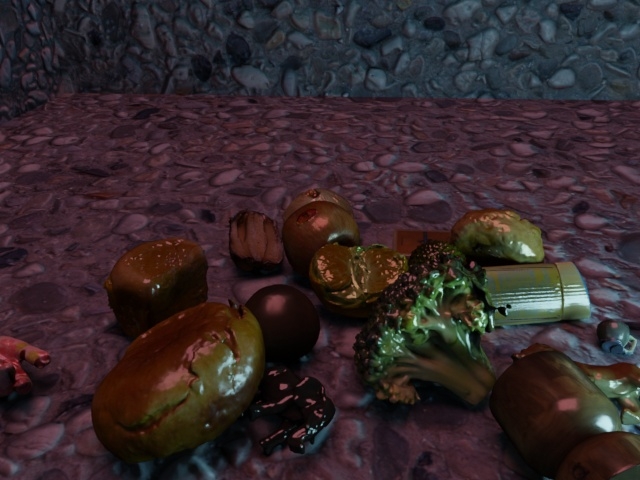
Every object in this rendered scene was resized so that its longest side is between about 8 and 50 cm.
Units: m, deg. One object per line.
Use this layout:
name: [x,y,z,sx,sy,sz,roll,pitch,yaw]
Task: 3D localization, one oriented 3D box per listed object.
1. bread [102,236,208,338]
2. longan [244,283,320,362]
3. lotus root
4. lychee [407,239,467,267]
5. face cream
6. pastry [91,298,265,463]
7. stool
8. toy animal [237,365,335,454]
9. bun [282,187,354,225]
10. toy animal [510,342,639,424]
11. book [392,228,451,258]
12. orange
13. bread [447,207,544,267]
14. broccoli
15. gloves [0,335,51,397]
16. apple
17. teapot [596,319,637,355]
bread: [-0.389,0.104,1.454,0.176,0.195,0.246,19,32,22]
longan: [-0.087,0.180,1.313,0.189,0.189,0.189,-2,28,1]
lotus root: [-0.197,0.005,1.762,0.167,0.078,0.329,18,24,-12]
lychee: [0.286,0.082,1.493,0.171,0.171,0.171,-2,28,1]
face cream: [0.489,0.125,1.432,0.285,0.139,0.067,-3,-6,-4]
pastry: [-0.262,0.249,1.127,0.356,0.164,0.356,-23,22,10]
stool: [0.417,0.329,0.999,0.179,0.179,0.264,-8,28,-11]
toy animal: [-0.069,0.307,1.136,0.146,0.114,0.245,-20,36,-25]
bun: [-0.011,-0.092,1.858,0.220,0.134,0.220,-5,29,3]
toy animal: [0.537,0.269,1.198,0.312,0.097,0.157,7,23,13]
book: [0.331,0.012,1.765,0.242,0.018,0.170,2,28,7]
orange: [0.092,0.101,1.465,0.237,0.158,0.179,-2,41,1]
bread: [0.444,0.003,1.540,0.244,0.244,0.134,15,67,29]
broccoli: [0.231,0.191,1.204,0.281,0.293,0.348,44,52,3]
gloves: [-0.654,0.269,1.245,0.145,0.126,0.241,8,11,-46]
apple: [0.000,0.000,1.612,0.211,0.211,0.188,-19,35,-29]
teapot: [0.647,0.217,1.328,0.088,0.066,0.057,25,53,3]
